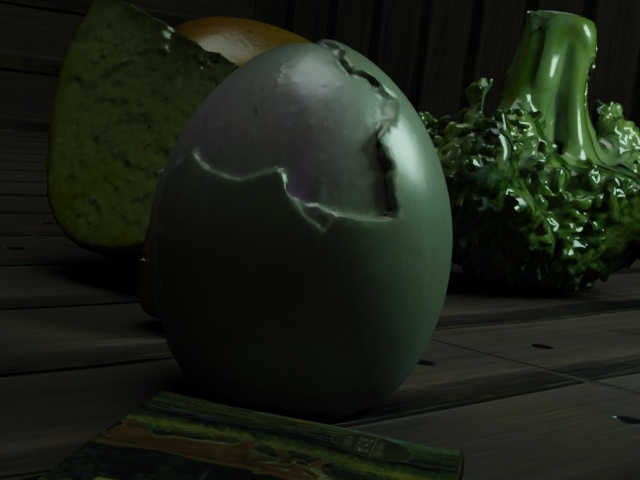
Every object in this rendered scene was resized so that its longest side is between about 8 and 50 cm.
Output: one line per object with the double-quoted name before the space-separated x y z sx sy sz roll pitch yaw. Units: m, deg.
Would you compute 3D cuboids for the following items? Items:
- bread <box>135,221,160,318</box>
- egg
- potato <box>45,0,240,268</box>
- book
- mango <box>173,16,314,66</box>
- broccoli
"bread" -0.042 0.016 1.005 0.094 0.102 0.246 15 12 37
"egg" -0.010 -0.011 0.757 0.183 0.217 0.183 7 9 -1
"potato" -0.104 -0.047 1.223 0.330 0.212 0.280 35 -2 39
"book" -0.024 0.109 0.534 0.160 0.024 0.228 10 6 9
"mango" -0.070 -0.115 1.499 0.378 0.263 0.221 22 6 -29
"broccoli" 0.227 -0.071 1.394 0.338 0.317 0.277 42 -17 -22
